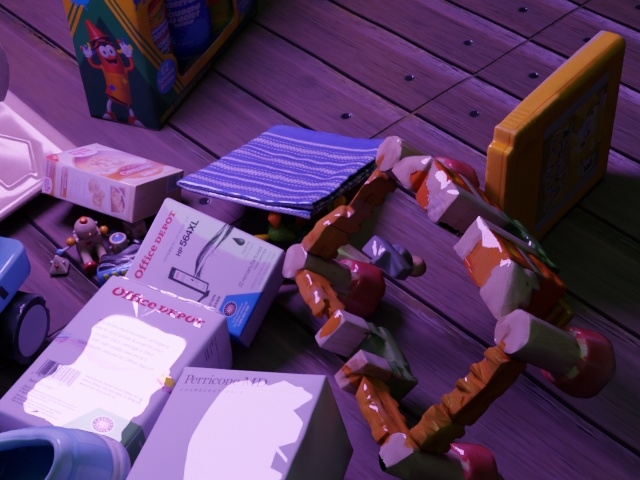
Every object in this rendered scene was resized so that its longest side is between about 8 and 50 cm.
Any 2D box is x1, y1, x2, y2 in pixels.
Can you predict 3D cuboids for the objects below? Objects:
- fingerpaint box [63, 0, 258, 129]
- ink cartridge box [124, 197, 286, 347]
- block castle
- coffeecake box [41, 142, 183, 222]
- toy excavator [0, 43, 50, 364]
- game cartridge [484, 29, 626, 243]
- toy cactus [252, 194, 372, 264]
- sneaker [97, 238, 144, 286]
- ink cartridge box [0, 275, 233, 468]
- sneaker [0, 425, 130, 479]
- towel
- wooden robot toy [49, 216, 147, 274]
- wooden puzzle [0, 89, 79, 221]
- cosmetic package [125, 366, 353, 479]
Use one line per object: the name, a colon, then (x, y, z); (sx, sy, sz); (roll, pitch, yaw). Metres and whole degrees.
fingerpaint box: (-0.289, -0.491, 2.107); (0.163, 0.371, 0.444); (14, 45, 19)
ink cartridge box: (-0.168, 0.047, 1.664); (0.203, 0.086, 0.148); (24, 79, 14)
block castle: (0.165, 0.096, 1.497); (0.213, 0.303, 0.453); (25, 24, -39)
coffeecake box: (-0.347, -0.099, 1.873); (0.186, 0.068, 0.142); (17, 21, 22)
toy excavator: (-0.532, -0.013, 1.557); (0.222, 0.445, 0.433); (11, 45, 16)
game cartridge: (0.358, -0.129, 1.726); (0.053, 0.285, 0.324); (27, 52, 29)
toy cactus: (0.000, 0.000, 1.765); (0.181, 0.112, 0.219); (26, 42, 16)
sneaker: (-0.262, 0.024, 1.771); (0.188, 0.067, 0.078); (-13, 50, -5)
ink cartridge box: (-0.277, 0.201, 1.546); (0.201, 0.117, 0.278); (18, 48, 22)
sneaker: (-0.422, 0.296, 1.357); (0.366, 0.150, 0.135); (-23, 59, 15)
towel: (-0.049, -0.126, 1.853); (0.243, 0.040, 0.336); (12, 25, 22)
wooden robot toy: (-0.364, -0.005, 1.802); (0.173, 0.079, 0.076); (-22, 46, -17)
wooden puzzle: (-0.631, -0.138, 1.923); (0.322, 0.080, 0.348); (39, 53, 15)
cosmetic package: (-0.123, 0.342, 1.332); (0.217, 0.156, 0.385); (-1, 42, 22)
